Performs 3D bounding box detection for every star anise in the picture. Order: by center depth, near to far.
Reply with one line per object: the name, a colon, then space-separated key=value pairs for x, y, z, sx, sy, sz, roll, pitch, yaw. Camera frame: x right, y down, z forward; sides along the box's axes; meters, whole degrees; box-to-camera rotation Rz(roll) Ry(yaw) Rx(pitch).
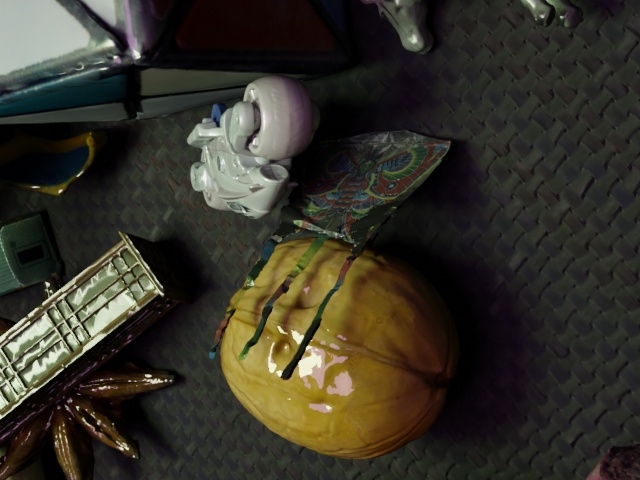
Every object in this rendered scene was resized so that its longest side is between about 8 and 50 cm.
star anise: x=-0.284 y=0.175 z=1.338 sx=0.272 sy=0.102 sz=0.271 roll=-3 pitch=81 yaw=17

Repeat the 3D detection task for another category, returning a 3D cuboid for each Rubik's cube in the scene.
Rubik's cube: x=-0.186 y=-0.266 z=1.041 sx=0.310 sy=0.307 sz=0.305 roll=-4 pitch=95 yaw=37

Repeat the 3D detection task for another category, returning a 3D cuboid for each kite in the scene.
kite: x=0.000 y=0.000 z=1.001 sx=0.152 sy=0.285 sz=0.015 roll=2 pitch=139 yaw=38

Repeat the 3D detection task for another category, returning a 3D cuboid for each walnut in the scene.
walnut: x=0.015 y=0.093 z=1.042 sx=0.226 sy=0.193 sz=0.193 roll=26 pitch=114 yaw=33

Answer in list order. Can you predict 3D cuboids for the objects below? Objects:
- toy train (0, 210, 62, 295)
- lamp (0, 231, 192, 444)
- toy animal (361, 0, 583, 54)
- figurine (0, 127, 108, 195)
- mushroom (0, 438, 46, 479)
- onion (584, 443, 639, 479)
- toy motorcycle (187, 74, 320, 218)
toy train: x=-0.490 y=0.057 z=1.474 sx=0.409 sy=0.089 sz=0.086 roll=-17 pitch=93 yaw=37
lamp: x=-0.296 y=0.124 z=1.250 sx=0.325 sy=0.090 sz=0.089 roll=-37 pitch=75 yaw=6
toy animal: x=0.146 y=-0.234 z=0.940 sx=0.255 sy=0.090 sz=0.170 roll=-48 pitch=67 yaw=30
figurine: x=-0.482 y=-0.089 z=1.278 sx=0.268 sy=0.401 sz=0.387 roll=52 pitch=171 yaw=-24
mushroom: x=-0.516 y=0.327 z=1.416 sx=0.315 sy=0.356 sz=0.315 roll=46 pitch=160 yaw=23
onion: x=0.290 y=0.260 z=0.876 sx=0.208 sy=0.200 sz=0.200 roll=-1 pitch=100 yaw=4
toy motorcycle: x=-0.063 y=-0.072 z=1.069 sx=0.112 sy=0.112 sz=0.254 roll=68 pitch=159 yaw=6
